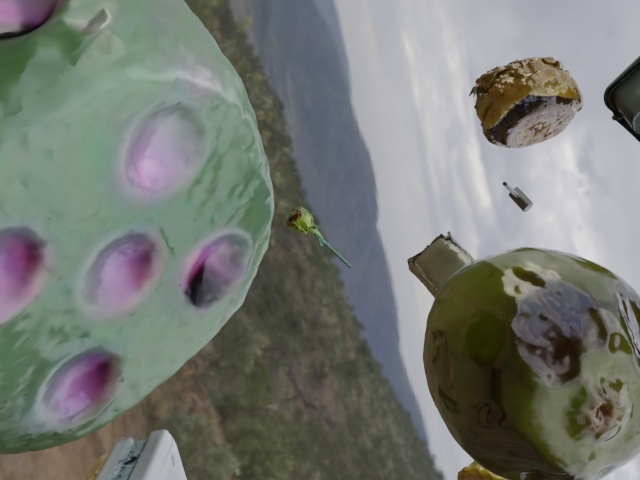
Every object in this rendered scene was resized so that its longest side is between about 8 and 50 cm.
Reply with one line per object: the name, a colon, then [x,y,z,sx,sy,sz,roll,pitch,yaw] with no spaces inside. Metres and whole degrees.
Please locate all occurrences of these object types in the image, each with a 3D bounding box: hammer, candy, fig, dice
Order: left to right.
dice: [-0.249,-0.056,0.705,0.322,0.318,0.330,34,-25,34]
candy: [0.000,0.000,1.257,0.123,0.035,0.035,43,-13,-18]
hammer: [0.278,-0.069,1.268,0.035,0.019,0.110,52,12,24]
fig: [0.218,0.117,0.911,0.271,0.239,0.239,-120,-164,-69]

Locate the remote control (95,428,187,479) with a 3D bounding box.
remote control: [-0.100,0.282,0.620,0.103,0.056,0.277,-105,-179,-82]

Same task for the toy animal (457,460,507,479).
toy animal: [0.284,0.343,1.328,0.229,0.156,0.156,-61,153,-34]

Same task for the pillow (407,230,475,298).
pillow: [0.262,0.064,1.809,0.053,0.119,0.208,41,8,-36]

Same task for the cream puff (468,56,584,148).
cream puff: [0.339,-0.237,1.491,0.189,0.189,0.129,74,-3,-65]

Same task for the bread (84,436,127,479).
bread: [-0.374,0.446,1.355,0.054,0.316,0.316,35,11,-9]

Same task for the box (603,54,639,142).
box: [0.583,-0.238,1.387,0.163,0.243,0.135,39,25,-14]
